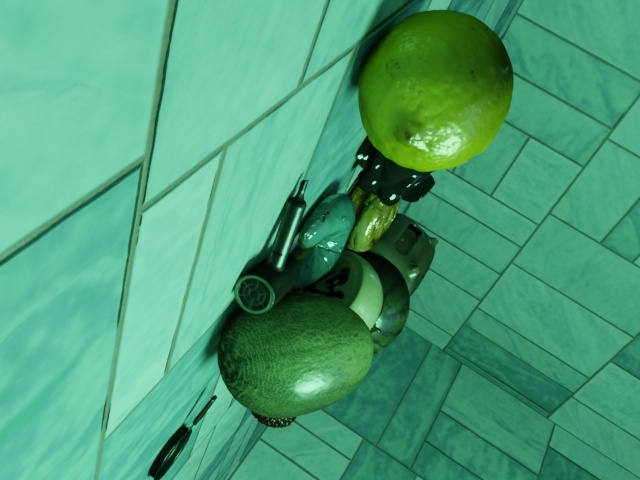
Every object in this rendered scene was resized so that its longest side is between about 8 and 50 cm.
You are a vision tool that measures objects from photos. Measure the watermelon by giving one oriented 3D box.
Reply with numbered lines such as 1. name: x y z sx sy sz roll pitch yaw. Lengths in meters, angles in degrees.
1. watermelon: 0.101 0.166 1.827 0.279 0.278 0.359 -59 -175 12

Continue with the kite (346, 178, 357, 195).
1. kite: 0.033 -0.032 1.801 0.314 0.011 0.335 -46 166 -52

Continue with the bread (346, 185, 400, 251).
1. bread: 0.128 -0.067 1.783 0.198 0.120 0.236 -62 171 14

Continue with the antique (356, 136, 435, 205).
1. antique: 0.215 -0.229 1.550 0.255 0.185 0.322 -55 180 -38

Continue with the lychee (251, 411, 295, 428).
1. lychee: -0.151 0.536 2.269 0.188 0.188 0.188 -55 171 -13

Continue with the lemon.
1. lemon: 0.186 -0.245 1.120 0.284 0.260 0.260 -58 172 -21

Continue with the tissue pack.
1. tissue pack: 0.221 0.073 2.290 0.277 0.267 0.387 -45 178 32

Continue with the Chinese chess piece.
1. Chinese chess piece: 0.022 0.142 1.598 0.257 0.257 0.104 -55 130 -17

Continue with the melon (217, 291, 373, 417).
1. melon: -0.045 0.223 1.349 0.329 0.249 0.249 2 130 -35

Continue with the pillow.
1. pillow: 0.000 0.000 1.501 0.214 0.086 0.233 -38 157 -52

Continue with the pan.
1. pan: -0.304 0.431 1.510 0.235 0.028 0.136 -55 172 5

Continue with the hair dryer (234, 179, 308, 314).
1. hair dryer: -0.056 -0.004 1.248 0.248 0.077 0.195 -67 170 23
